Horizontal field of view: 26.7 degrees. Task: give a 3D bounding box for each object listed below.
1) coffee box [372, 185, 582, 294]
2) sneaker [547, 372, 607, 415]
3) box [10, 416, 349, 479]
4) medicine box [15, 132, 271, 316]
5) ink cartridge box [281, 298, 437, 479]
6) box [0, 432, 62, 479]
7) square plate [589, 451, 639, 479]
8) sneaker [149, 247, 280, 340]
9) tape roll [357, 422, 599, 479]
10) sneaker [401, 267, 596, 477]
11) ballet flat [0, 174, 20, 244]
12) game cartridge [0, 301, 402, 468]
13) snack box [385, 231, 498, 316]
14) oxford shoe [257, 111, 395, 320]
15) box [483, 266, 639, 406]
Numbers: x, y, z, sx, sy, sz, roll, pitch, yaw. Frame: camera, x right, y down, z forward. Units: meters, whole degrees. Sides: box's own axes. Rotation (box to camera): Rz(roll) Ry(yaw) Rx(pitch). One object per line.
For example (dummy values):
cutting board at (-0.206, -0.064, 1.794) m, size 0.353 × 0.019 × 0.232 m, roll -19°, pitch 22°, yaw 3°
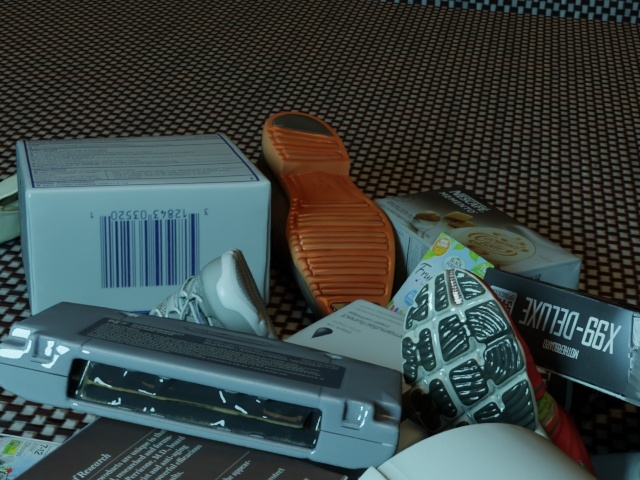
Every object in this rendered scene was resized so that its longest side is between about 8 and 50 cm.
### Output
coffee box at (0.173, 0.029, 1.594) m, size 0.141 × 0.098 × 0.246 m, roll -9°, pitch 26°, yaw -26°
sneaker at (0.305, 0.121, 1.414) m, size 0.097 × 0.084 × 0.234 m, roll 14°, pitch 25°, yaw 22°
box at (-0.107, 0.245, 0.955) m, size 0.203 × 0.169 × 0.167 m, roll 13°, pitch 24°, yaw 23°
medicine box at (-0.214, -0.026, 1.571) m, size 0.263 × 0.149 × 0.289 m, roll -3°, pitch 15°, yaw -14°
ink cartridge box at (0.030, 0.171, 1.218) m, size 0.197 × 0.114 × 0.273 m, roll 20°, pitch 28°, yaw 32°
box at (-0.282, 0.232, 1.132) m, size 0.114 × 0.036 × 0.207 m, roll 7°, pitch 23°, yaw 9°
square plate at (0.418, 0.263, 1.138) m, size 0.344 × 0.049 × 0.347 m, roll -1°, pitch 24°, yaw -8°
sneaker at (-0.115, 0.090, 1.325) m, size 0.115 × 0.105 × 0.281 m, roll -21°, pitch -11°, yaw -15°
tape roll at (0.120, 0.262, 0.853) m, size 0.246 × 0.246 × 0.169 m, roll -9°, pitch 27°, yaw -27°
sneaker at (0.158, 0.149, 1.144) m, size 0.107 × 0.279 × 0.118 m, roll -23°, pitch 4°, yaw 24°
ballet flat at (-0.359, -0.057, 1.750) m, size 0.086 × 0.086 × 0.248 m, roll 18°, pitch 27°, yaw 31°
game cartridge at (-0.083, 0.108, 1.052) m, size 0.297 × 0.062 × 0.198 m, roll 12°, pitch 1°, yaw 3°
snack box at (0.125, 0.072, 1.446) m, size 0.037 × 0.141 × 0.100 m, roll 37°, pitch 0°, yaw -38°
oxford shoe at (0.000, 0.000, 1.635) m, size 0.129 × 0.133 × 0.364 m, roll 4°, pitch 40°, yaw -17°
box at (0.327, 0.110, 1.227) m, size 0.307 × 0.077 × 0.242 m, roll 14°, pitch 2°, yaw -38°
